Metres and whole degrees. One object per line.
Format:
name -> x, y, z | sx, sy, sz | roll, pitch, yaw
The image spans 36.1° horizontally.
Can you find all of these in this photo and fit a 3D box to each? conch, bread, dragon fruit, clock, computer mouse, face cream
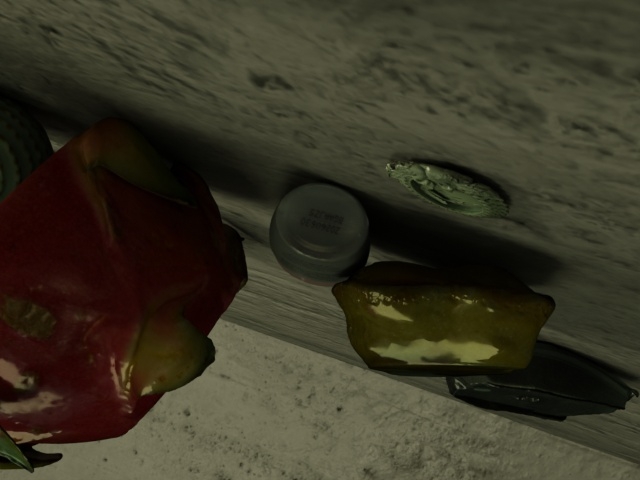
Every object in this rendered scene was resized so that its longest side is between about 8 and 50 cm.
conch -> -0.320, -0.067, 0.860 | 0.172, 0.131, 0.200 | 22, 170, -11
bread -> 0.090, 0.065, 0.779 | 0.161, 0.088, 0.233 | -3, 171, 1
dragon fruit -> -0.186, 0.059, 0.800 | 0.189, 0.290, 0.290 | 42, 168, -5
clock -> 0.077, -0.029, 0.590 | 0.074, 0.010, 0.083 | 14, 170, 32
computer mouse -> 0.244, 0.150, 1.091 | 0.231, 0.071, 0.126 | 13, 159, -16
face cream -> 0.000, 0.000, 0.790 | 0.084, 0.057, 0.198 | 17, 173, 0

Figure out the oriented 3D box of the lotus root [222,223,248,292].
lotus root -> -0.169, 0.030, 1.095 | 0.170, 0.074, 0.261 | -19, 156, 23
